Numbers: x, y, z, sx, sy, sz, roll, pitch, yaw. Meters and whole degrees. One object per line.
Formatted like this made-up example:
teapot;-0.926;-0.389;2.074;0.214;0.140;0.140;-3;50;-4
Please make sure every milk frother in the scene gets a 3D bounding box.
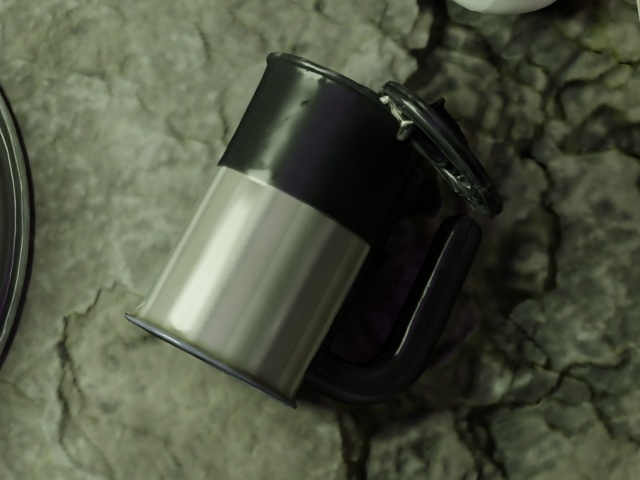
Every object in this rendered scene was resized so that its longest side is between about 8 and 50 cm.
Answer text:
milk frother;0.000;0.000;0.772;0.129;0.143;0.135;26;84;9

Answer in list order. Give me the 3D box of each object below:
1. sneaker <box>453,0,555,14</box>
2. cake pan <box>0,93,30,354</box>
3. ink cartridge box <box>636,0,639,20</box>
sneaker;0.048;-0.244;0.820;0.106;0.123;0.290;-15;78;8
cake pan;-0.285;-0.003;0.886;0.293;0.054;0.293;-2;79;12
ink cartridge box;0.232;-0.087;0.763;0.193;0.088;0.235;-9;78;13
